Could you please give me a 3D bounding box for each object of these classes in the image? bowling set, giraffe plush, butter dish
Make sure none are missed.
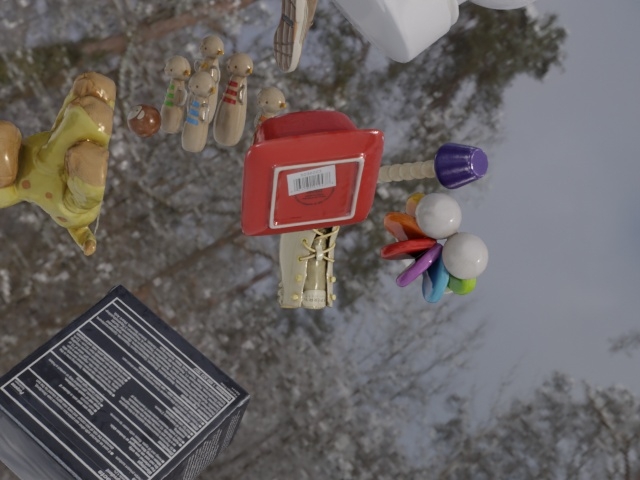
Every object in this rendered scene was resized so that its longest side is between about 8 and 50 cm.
[{"bbox_3d":[-0.195,-0.228,1.688,0.287,0.199,0.154,34,-61,47],"label":"bowling set"},{"bbox_3d":[-0.332,-0.090,1.225,0.181,0.170,0.210,-97,-161,-47],"label":"giraffe plush"},{"bbox_3d":[-0.020,-0.095,1.229,0.160,0.160,0.118,99,-21,-50],"label":"butter dish"}]

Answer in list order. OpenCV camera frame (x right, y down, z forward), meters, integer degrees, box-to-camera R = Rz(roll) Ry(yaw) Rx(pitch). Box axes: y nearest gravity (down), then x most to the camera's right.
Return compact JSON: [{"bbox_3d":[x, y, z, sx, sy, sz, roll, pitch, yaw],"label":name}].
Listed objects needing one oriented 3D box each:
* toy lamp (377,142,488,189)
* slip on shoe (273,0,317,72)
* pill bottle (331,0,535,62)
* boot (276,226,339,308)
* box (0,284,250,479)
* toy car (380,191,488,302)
[{"bbox_3d":[0.160,-0.119,1.794,0.274,0.080,0.080,-1,-60,46],"label":"toy lamp"},{"bbox_3d":[-0.029,-0.273,1.352,0.051,0.041,0.135,46,-36,37],"label":"slip on shoe"},{"bbox_3d":[0.169,-0.332,0.830,0.229,0.407,0.229,50,-2,3],"label":"pill bottle"},{"bbox_3d":[0.000,0.000,1.590,0.262,0.095,0.204,-20,-114,62],"label":"boot"},{"bbox_3d":[-0.327,0.282,1.687,0.296,0.294,0.183,39,-40,14],"label":"box"},{"bbox_3d":[0.168,0.020,1.702,0.182,0.136,0.159,57,-21,4],"label":"toy car"}]
